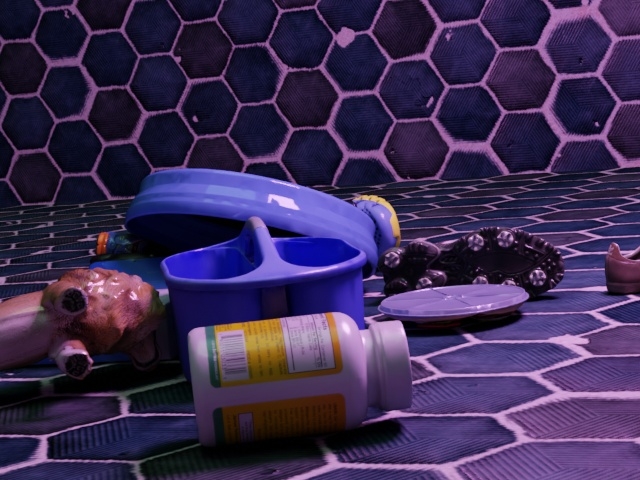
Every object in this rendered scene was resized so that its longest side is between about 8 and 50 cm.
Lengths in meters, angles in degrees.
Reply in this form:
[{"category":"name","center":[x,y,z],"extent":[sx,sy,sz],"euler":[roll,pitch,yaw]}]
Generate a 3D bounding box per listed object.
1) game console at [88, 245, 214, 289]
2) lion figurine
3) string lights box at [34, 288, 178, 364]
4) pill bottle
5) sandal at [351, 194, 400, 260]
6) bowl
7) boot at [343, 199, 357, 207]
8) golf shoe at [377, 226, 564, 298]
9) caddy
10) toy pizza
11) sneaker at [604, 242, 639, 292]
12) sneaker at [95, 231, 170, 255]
[{"category":"game console","center":[-0.189,0.103,2.090],"extent":[0.293,0.173,0.250],"euler":[-5,38,10]},{"category":"lion figurine","center":[-0.370,0.120,1.661],"extent":[0.392,0.142,0.240],"euler":[-9,5,-9]},{"category":"string lights box","center":[-0.304,0.114,1.891],"extent":[0.259,0.077,0.133],"euler":[-4,7,14]},{"category":"pill bottle","center":[-0.020,0.132,1.377],"extent":[0.208,0.118,0.117],"euler":[-7,7,-5]},{"category":"sandal","center":[0.000,0.000,2.427],"extent":[0.317,0.126,0.138],"euler":[-10,6,44]},{"category":"bowl","center":[-0.101,-0.020,2.165],"extent":[0.391,0.077,0.391],"euler":[10,-13,2]},{"category":"boot","center":[-0.016,-0.051,2.244],"extent":[0.121,0.045,0.099],"euler":[-12,-27,44]},{"category":"golf shoe","center":[0.222,0.033,2.036],"extent":[0.273,0.105,0.120],"euler":[-2,1,23]},{"category":"caddy","center":[-0.070,0.060,1.738],"extent":[0.241,0.179,0.341],"euler":[-8,8,-9]},{"category":"toy pizza","center":[0.177,0.090,1.885],"extent":[0.201,0.032,0.201],"euler":[-6,6,1]},{"category":"sneaker","center":[0.485,0.028,1.970],"extent":[0.188,0.071,0.066],"euler":[-8,8,-17]},{"category":"sneaker","center":[-0.264,0.044,2.232],"extent":[0.087,0.083,0.221],"euler":[0,-13,26]}]
